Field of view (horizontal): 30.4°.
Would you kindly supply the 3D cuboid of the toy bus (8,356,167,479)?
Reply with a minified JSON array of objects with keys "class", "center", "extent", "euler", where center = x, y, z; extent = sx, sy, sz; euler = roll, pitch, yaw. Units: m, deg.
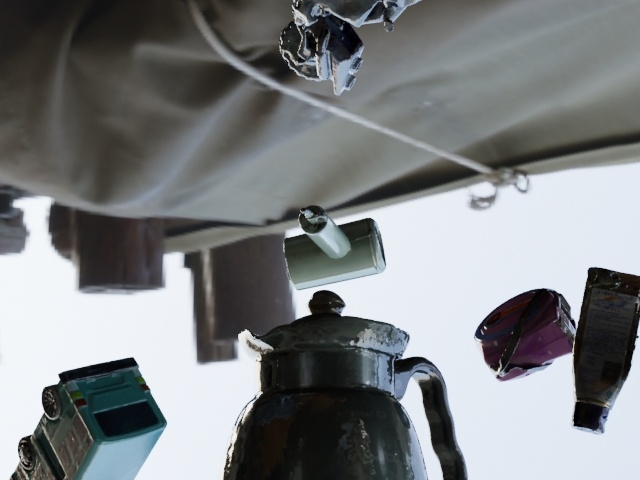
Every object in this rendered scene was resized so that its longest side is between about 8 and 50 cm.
[{"class":"toy bus","center":[-0.200,0.182,1.003],"extent":[0.092,0.079,0.160],"euler":[55,-48,26]}]

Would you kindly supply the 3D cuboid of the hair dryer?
[{"class":"hair dryer","center":[0.000,0.000,0.730],"extent":[0.063,0.124,0.038],"euler":[-14,-105,9]}]

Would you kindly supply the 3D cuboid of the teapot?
[{"class":"teapot","center":[0.040,0.192,1.196],"extent":[0.223,0.305,0.285],"euler":[138,-46,-69]}]

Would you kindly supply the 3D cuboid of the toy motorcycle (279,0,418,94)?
[{"class":"toy motorcycle","center":[0.042,-0.277,1.380],"extent":[0.159,0.106,0.270],"euler":[30,-40,9]}]

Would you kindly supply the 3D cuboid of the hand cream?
[{"class":"hand cream","center":[0.281,0.110,1.171],"extent":[0.062,0.039,0.163],"euler":[11,-98,18]}]

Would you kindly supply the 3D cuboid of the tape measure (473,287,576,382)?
[{"class":"tape measure","center":[0.240,0.113,1.370],"extent":[0.118,0.125,0.074],"euler":[-30,-79,22]}]
